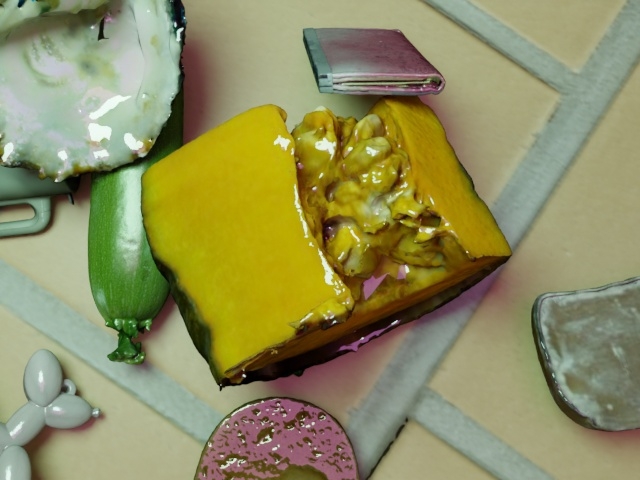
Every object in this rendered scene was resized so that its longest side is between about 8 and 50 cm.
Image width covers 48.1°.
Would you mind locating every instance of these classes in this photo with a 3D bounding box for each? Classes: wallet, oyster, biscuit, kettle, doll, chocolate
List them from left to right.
[{"bbox_3d":[-0.339,-0.078,0.767,0.148,0.127,0.098,-10,51,-3],"label":"kettle"},{"bbox_3d":[-0.312,0.183,0.718,0.161,0.059,0.160,24,61,-14],"label":"doll"},{"bbox_3d":[-0.223,-0.177,0.656,0.198,0.092,0.260,18,116,-26],"label":"oyster"},{"bbox_3d":[-0.051,0.266,0.747,0.181,0.049,0.208,25,81,0],"label":"biscuit"},{"bbox_3d":[0.047,-0.192,0.746,0.119,0.232,0.025,-2,117,-4],"label":"wallet"},{"bbox_3d":[0.354,0.121,0.781,0.254,0.080,0.157,-10,68,-7],"label":"chocolate"}]

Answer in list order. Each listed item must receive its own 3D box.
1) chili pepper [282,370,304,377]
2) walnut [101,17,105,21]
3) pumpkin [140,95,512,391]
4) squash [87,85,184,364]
[{"bbox_3d":[-0.069,0.113,0.780,0.118,0.035,0.055,42,69,12],"label":"chili pepper"},{"bbox_3d":[-0.308,-0.333,0.713,0.283,0.283,0.227,18,82,-1],"label":"walnut"},{"bbox_3d":[0.000,0.000,0.688,0.303,0.256,0.225,-9,72,-36],"label":"pumpkin"},{"bbox_3d":[-0.193,-0.060,0.762,0.101,0.101,0.379,3,82,-3],"label":"squash"}]
